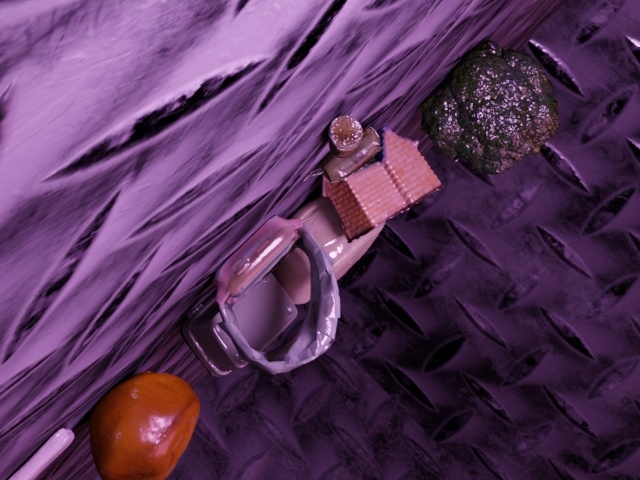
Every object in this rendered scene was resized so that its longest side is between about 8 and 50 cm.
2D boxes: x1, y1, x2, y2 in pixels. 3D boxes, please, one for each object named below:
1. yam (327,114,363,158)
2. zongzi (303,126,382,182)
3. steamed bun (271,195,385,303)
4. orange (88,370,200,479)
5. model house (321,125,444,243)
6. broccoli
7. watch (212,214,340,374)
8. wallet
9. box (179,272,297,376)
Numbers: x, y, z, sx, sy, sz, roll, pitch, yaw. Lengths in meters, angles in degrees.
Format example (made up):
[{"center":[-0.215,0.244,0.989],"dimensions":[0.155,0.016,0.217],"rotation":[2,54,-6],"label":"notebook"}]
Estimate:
[{"center":[0.038,-0.159,1.683],"dimensions":[0.054,0.054,0.132],"rotation":[-45,177,-3],"label":"yam"},{"center":[0.040,-0.143,1.923],"dimensions":[0.154,0.062,0.130],"rotation":[-39,-171,5],"label":"zongzi"},{"center":[0.000,0.000,2.198],"dimensions":[0.250,0.155,0.200],"rotation":[-41,172,-28],"label":"steamed bun"},{"center":[-0.357,0.366,2.099],"dimensions":[0.249,0.183,0.249],"rotation":[-61,171,-16],"label":"orange"},{"center":[0.096,-0.117,2.054],"dimensions":[0.183,0.172,0.166],"rotation":[-33,-176,-30],"label":"model house"},{"center":[0.389,-0.301,2.505],"dimensions":[0.304,0.321,0.283],"rotation":[-36,-152,8],"label":"broccoli"},{"center":[-0.069,0.110,1.979],"dimensions":[0.253,0.241,0.162],"rotation":[-45,175,-9],"label":"watch"},{"center":[-0.517,0.411,1.931],"dimensions":[0.190,0.033,0.095],"rotation":[-45,175,-10],"label":"wallet"},{"center":[-0.161,0.160,2.143],"dimensions":[0.210,0.148,0.129],"rotation":[-43,-165,-33],"label":"box"}]
